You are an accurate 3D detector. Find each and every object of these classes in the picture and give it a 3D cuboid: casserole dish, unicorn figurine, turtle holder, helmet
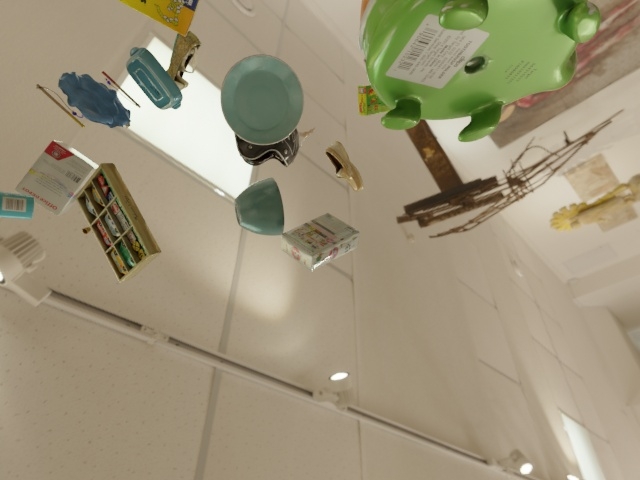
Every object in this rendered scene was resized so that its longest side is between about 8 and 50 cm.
[{"bbox_3d":[-0.474,-0.447,1.143,0.188,0.114,0.037,53,-133,-28],"label":"casserole dish"},{"bbox_3d":[-0.104,-0.468,1.828,0.162,0.111,0.060,3,-127,-43],"label":"unicorn figurine"},{"bbox_3d":[0.204,-0.288,0.508,0.243,0.320,0.228,71,-170,-68],"label":"turtle holder"},{"bbox_3d":[-0.137,-0.269,1.053,0.169,0.161,0.169,168,90,-85],"label":"helmet"}]

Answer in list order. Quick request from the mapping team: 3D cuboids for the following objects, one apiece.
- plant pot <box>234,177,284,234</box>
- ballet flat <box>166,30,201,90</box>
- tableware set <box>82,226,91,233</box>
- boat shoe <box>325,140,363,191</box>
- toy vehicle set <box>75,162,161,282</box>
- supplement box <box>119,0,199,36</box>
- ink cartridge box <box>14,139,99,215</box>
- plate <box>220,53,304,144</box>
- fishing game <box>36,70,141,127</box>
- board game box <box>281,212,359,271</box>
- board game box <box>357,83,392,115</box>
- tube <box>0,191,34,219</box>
[{"bbox_3d":[-0.313,-0.153,1.989,0.195,0.290,0.290,-11,-113,-19],"label":"plant pot"},{"bbox_3d":[-0.626,-0.752,1.801,0.123,0.349,0.123,26,-153,-14],"label":"ballet flat"},{"bbox_3d":[-0.744,-0.077,1.325,0.104,0.154,0.024,33,-150,-3],"label":"tableware set"},{"bbox_3d":[0.069,-0.217,1.242,0.059,0.063,0.170,-37,-80,-22],"label":"boat shoe"},{"bbox_3d":[-0.525,-0.043,1.043,0.267,0.166,0.035,59,-148,6],"label":"toy vehicle set"},{"bbox_3d":[-0.577,-0.873,1.333,0.356,0.195,0.194,20,-150,-25],"label":"supplement box"},{"bbox_3d":[-0.764,-0.182,1.189,0.128,0.176,0.127,38,176,-22],"label":"ink cartridge box"},{"bbox_3d":[-0.127,-0.306,0.890,0.188,0.188,0.024,35,-176,-31],"label":"plate"},{"bbox_3d":[-0.600,-0.369,1.083,0.189,0.041,0.264,43,-152,-18],"label":"fishing game"},{"bbox_3d":[0.000,0.000,1.910,0.303,0.098,0.224,-25,-137,-35],"label":"board game box"},{"bbox_3d":[0.207,-0.475,1.342,0.181,0.043,0.092,-20,-62,-30],"label":"board game box"},{"bbox_3d":[-0.710,-0.080,0.823,0.207,0.052,0.080,7,-132,-44],"label":"tube"}]
